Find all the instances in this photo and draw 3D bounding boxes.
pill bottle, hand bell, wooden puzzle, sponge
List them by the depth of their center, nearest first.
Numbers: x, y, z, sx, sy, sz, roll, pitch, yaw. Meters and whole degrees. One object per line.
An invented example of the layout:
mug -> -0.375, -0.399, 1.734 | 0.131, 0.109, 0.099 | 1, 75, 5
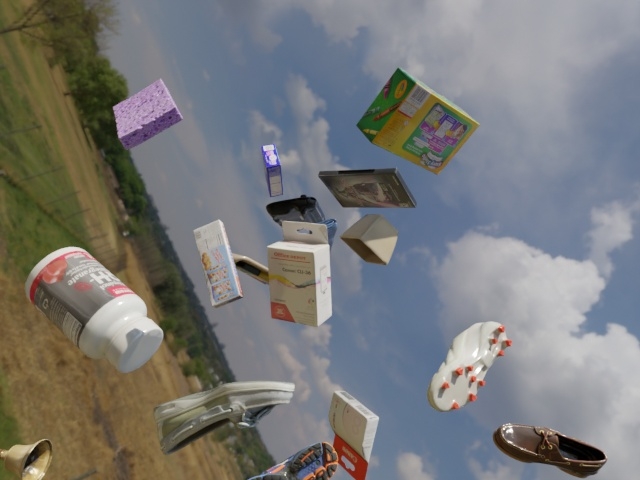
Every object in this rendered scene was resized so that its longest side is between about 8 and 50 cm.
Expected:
sponge -> -0.337, -0.247, 1.014 | 0.031, 0.117, 0.210 | 62, -6, -37
pill bottle -> -0.535, 0.169, 1.261 | 0.318, 0.176, 0.176 | 35, -28, 18
wooden puzzle -> -0.171, 0.089, 1.458 | 0.221, 0.238, 0.044 | 7, -106, 61
hand bell -> -0.897, 0.598, 1.468 | 0.126, 0.241, 0.126 | 8, 90, -83

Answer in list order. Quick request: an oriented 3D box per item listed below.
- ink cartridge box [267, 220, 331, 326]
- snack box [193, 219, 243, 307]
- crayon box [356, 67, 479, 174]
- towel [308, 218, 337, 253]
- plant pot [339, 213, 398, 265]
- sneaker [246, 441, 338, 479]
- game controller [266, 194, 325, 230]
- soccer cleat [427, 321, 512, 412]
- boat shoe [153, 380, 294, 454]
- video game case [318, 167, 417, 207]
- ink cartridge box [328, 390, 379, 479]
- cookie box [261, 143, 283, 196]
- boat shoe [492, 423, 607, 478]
ink cartridge box -> -0.044, 0.065, 1.072 | 0.115, 0.067, 0.198 | 5, -74, 29
snack box -> -0.214, 0.047, 1.095 | 0.022, 0.064, 0.178 | 55, 14, -67
crayon box -> 0.241, -0.279, 1.273 | 0.165, 0.278, 0.081 | -52, -132, 23
towel -> 0.000, 0.000, 1.139 | 0.029, 0.067, 0.119 | 51, -28, 26
plant pot -> 0.136, -0.009, 1.365 | 0.109, 0.096, 0.109 | 43, -16, -22
sneaker -> -0.071, 0.442, 0.946 | 0.083, 0.221, 0.087 | 64, -21, 16
game controller -> -0.079, -0.089, 1.794 | 0.319, 0.166, 0.067 | 58, 33, -77
soccer cleat -> 0.216, 0.190, 0.799 | 0.076, 0.196, 0.068 | -12, -72, 53
boat shoe -> -0.193, 0.350, 1.061 | 0.118, 0.320, 0.103 | 36, 39, -65
video game case -> 0.153, -0.166, 1.704 | 0.274, 0.026, 0.196 | 1, -28, 32
ink cartridge box -> 0.087, 0.621, 1.658 | 0.189, 0.066, 0.232 | 21, -83, 55
cookie box -> -0.128, -0.187, 1.406 | 0.107, 0.040, 0.092 | 89, -13, -49
boat shoe -> 0.448, 0.401, 1.028 | 0.073, 0.206, 0.073 | 104, 1, -49
